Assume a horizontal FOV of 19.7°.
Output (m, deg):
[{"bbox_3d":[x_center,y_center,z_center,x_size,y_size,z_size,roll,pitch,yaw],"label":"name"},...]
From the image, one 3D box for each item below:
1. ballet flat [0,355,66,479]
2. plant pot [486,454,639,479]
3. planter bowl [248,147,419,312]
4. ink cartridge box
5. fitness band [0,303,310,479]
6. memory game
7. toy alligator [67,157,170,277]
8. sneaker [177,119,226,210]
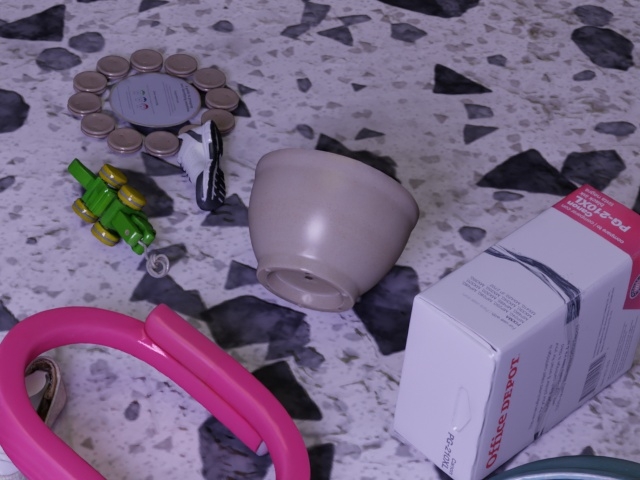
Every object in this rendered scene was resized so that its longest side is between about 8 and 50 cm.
[{"bbox_3d":[-0.261,0.162,1.556,0.057,0.052,0.168,11,41,5],"label":"ballet flat"},{"bbox_3d":[0.200,0.280,1.342,0.293,0.293,0.196,17,15,12],"label":"plant pot"},{"bbox_3d":[0.000,0.000,1.724,0.162,0.162,0.109,15,68,10],"label":"planter bowl"},{"bbox_3d":[0.183,0.083,1.622,0.100,0.172,0.237,35,48,30],"label":"ink cartridge box"},{"bbox_3d":[-0.145,0.161,1.541,0.291,0.054,0.209,38,45,13],"label":"fitness band"},{"bbox_3d":[-0.178,-0.147,1.964,0.186,0.012,0.186,4,40,-3],"label":"memory game"},{"bbox_3d":[-0.185,-0.017,1.783,0.051,0.056,0.190,25,17,-51],"label":"toy alligator"},{"bbox_3d":[-0.122,-0.071,1.866,0.043,0.040,0.109,-15,49,14],"label":"sneaker"}]
